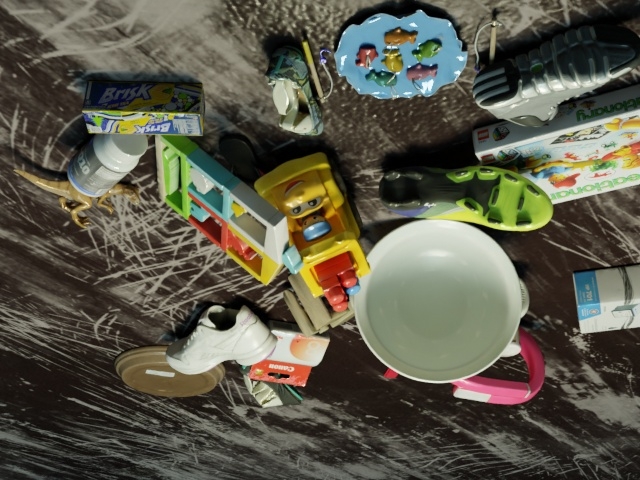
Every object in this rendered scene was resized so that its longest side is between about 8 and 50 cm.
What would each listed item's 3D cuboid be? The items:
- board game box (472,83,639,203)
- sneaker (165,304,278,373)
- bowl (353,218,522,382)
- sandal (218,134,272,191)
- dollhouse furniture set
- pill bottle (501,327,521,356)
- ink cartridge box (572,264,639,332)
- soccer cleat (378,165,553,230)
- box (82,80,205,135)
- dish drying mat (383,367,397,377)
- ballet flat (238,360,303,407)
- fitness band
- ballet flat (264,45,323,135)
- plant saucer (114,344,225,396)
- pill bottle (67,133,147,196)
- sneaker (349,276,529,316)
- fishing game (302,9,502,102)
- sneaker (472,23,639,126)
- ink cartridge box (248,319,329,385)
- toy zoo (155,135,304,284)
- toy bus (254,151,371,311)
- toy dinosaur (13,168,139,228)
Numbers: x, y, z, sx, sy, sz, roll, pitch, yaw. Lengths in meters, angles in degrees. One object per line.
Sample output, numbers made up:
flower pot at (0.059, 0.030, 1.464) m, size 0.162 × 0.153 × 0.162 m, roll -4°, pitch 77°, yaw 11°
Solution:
board game box at (0.411, -0.141, 1.363) m, size 0.305 × 0.053 × 0.193 m, roll -14°, pitch 147°, yaw 24°
sneaker at (-0.239, 0.207, 1.956) m, size 0.305 × 0.114 × 0.152 m, roll -15°, pitch 120°, yaw 34°
bowl at (0.210, 0.114, 1.624) m, size 0.298 × 0.297 × 0.134 m, roll -1°, pitch 171°, yaw 3°
sandal at (-0.116, -0.106, 1.447) m, size 0.067 × 0.040 × 0.179 m, roll -11°, pitch 148°, yaw 18°
dollhouse furniture set at (0.010, 0.112, 1.834) m, size 0.151 × 0.123 × 0.144 m, roll -22°, pitch 167°, yaw -39°
pill bottle at (0.382, 0.179, 1.850) m, size 0.065 × 0.116 × 0.065 m, roll 1°, pitch 150°, yaw 1°
ink cartridge box at (0.611, 0.115, 1.772) m, size 0.191 × 0.082 × 0.139 m, roll -7°, pitch 149°, yaw 16°
soccer cleat at (0.233, -0.071, 1.404) m, size 0.289 × 0.093 × 0.121 m, roll 9°, pitch -179°, yaw 30°
box at (-0.255, -0.192, 1.286) m, size 0.169 × 0.059 × 0.054 m, roll 2°, pitch 149°, yaw -2°
dish drying mat at (0.183, 0.328, 2.218) m, size 0.032 × 0.008 × 0.083 m, roll 5°, pitch 149°, yaw -9°
ballet flat at (-0.131, 0.347, 2.168) m, size 0.096 × 0.095 × 0.280 m, roll -38°, pitch 140°, yaw -8°
fitness band at (0.343, 0.242, 1.871) m, size 0.291 × 0.209 × 0.054 m, roll 11°, pitch 134°, yaw -17°
ballet flat at (-0.042, -0.195, 1.267) m, size 0.070 × 0.070 × 0.188 m, roll -6°, pitch 147°, yaw 11°
plant saucer at (-0.378, 0.334, 2.212) m, size 0.278 × 0.041 × 0.278 m, roll 1°, pitch 149°, yaw 1°
pill bottle at (-0.331, -0.130, 1.376) m, size 0.078 × 0.078 × 0.137 m, roll 23°, pitch 143°, yaw -33°
sneaker at (0.233, 0.132, 1.771) m, size 0.350 × 0.131 × 0.148 m, roll 4°, pitch 161°, yaw 5°
fishing game at (0.111, -0.244, 1.210) m, size 0.264 × 0.041 × 0.189 m, roll -3°, pitch 152°, yaw 6°
sneaker at (0.335, -0.219, 1.222) m, size 0.229 × 0.086 × 0.132 m, roll -12°, pitch 159°, yaw 25°
ink cartridge box at (-0.075, 0.270, 2.020) m, size 0.145 × 0.045 × 0.179 m, roll 11°, pitch 119°, yaw -16°
toy zoo at (-0.145, -0.041, 1.395) m, size 0.293 × 0.030 × 0.192 m, roll 39°, pitch 153°, yaw 14°
toy bus at (0.000, 0.000, 1.431) m, size 0.149 × 0.211 × 0.220 m, roll -23°, pitch 145°, yaw 3°
toy dinosaur at (-0.416, -0.084, 1.493) m, size 0.212 × 0.064 × 0.112 m, roll 5°, pitch 133°, yaw -25°
